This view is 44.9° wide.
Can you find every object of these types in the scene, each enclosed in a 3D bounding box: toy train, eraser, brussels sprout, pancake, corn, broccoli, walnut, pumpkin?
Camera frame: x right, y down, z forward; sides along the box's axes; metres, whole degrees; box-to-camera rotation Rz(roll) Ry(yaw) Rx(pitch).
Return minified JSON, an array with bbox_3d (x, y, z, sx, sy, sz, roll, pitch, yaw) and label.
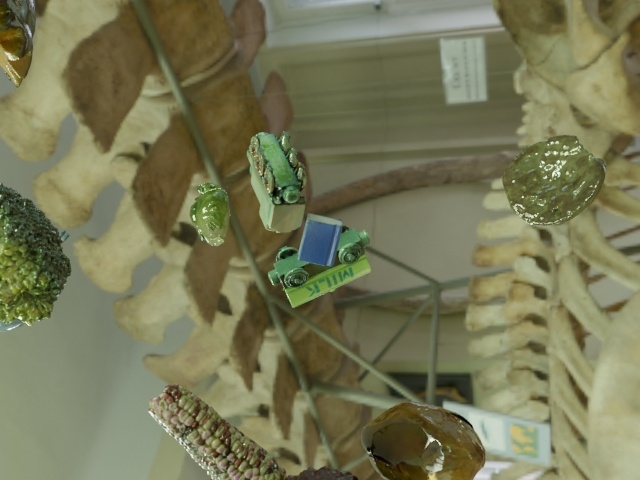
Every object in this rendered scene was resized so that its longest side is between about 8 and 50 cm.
[{"bbox_3d":[-0.082,-0.108,1.359,0.194,0.081,0.125,-117,32,-47],"label":"toy train"},{"bbox_3d":[0.000,0.000,1.330,0.027,0.063,0.084,-86,9,-61],"label":"eraser"},{"bbox_3d":[-0.302,-0.071,2.151,0.101,0.139,0.180,21,-136,-26],"label":"brussels sprout"},{"bbox_3d":[0.008,0.066,1.828,0.105,0.253,0.157,-120,6,-45],"label":"toy train"},{"bbox_3d":[0.498,-0.129,1.660,0.042,0.236,0.222,38,-94,-41],"label":"pancake"},{"bbox_3d":[-0.167,0.342,1.286,0.280,0.092,0.092,44,-154,-9],"label":"corn"},{"bbox_3d":[-0.589,0.048,1.424,0.262,0.243,0.247,58,169,-1],"label":"broccoli"},{"bbox_3d":[0.150,0.315,1.173,0.137,0.245,0.137,8,-104,-38],"label":"walnut"},{"bbox_3d":[-0.479,-0.378,1.158,0.149,0.130,0.254,-48,-67,-30],"label":"pumpkin"}]

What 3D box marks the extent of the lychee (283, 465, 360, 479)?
[{"bbox_3d":[0.009,0.475,1.157,0.300,0.264,0.264,30,-127,-37],"label":"lychee"}]

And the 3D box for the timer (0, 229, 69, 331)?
[{"bbox_3d":[-0.666,0.073,1.670,0.255,0.175,0.175,-68,-16,-2],"label":"timer"}]
